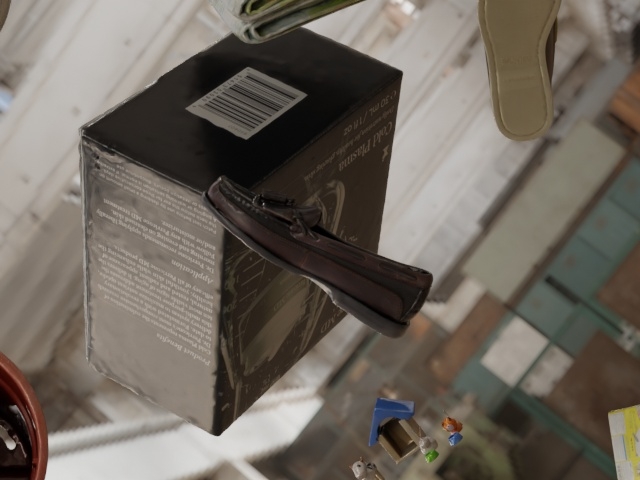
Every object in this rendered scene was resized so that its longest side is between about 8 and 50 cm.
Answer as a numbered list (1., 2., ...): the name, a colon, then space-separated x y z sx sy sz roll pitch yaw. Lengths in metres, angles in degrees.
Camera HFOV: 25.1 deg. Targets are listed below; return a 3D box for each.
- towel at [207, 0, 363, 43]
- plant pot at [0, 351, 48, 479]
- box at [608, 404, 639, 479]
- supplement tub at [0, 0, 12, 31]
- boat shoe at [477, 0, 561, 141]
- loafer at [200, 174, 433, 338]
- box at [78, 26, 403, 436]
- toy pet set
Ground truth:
1. towel: -0.008 -0.411 2.143 0.320 0.090 0.374 -21 22 -5
2. plant pot: -0.427 0.252 1.595 0.272 0.272 0.265 -49 -5 -15
3. box: 0.444 0.264 1.887 0.043 0.105 0.179 -3 -11 -17
4. supplement tub: -0.510 -0.347 1.817 0.241 0.241 0.331 -55 25 15
5. boat shoe: 0.280 -0.302 2.027 0.097 0.116 0.324 -84 -12 -57
6. loafer: 0.000 0.000 1.762 0.095 0.302 0.109 -54 4 15
7. box: -0.129 -0.036 2.331 0.480 0.297 0.472 -41 -31 -42
8. toy pet set: 0.084 0.203 1.526 0.122 0.065 0.114 -37 5 11
